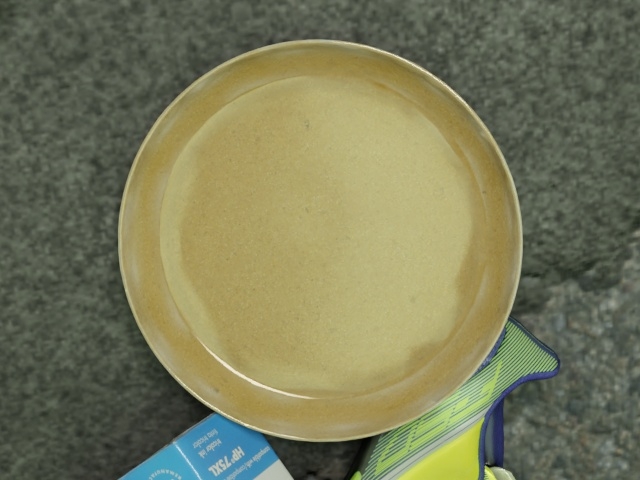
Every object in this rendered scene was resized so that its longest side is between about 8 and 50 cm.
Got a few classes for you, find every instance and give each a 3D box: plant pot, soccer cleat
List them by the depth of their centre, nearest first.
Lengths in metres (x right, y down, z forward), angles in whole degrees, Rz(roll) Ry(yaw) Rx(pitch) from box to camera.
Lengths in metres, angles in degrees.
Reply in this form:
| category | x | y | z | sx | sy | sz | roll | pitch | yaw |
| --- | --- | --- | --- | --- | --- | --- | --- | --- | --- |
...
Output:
| category | x | y | z | sx | sy | sz | roll | pitch | yaw |
| --- | --- | --- | --- | --- | --- | --- | --- | --- | --- |
| plant pot | 0.000 | 0.000 | 0.924 | 0.236 | 0.032 | 0.236 | 1 | 99 | 5 |
| soccer cleat | 0.060 | 0.174 | 1.006 | 0.121 | 0.093 | 0.289 | 23 | 107 | 0 |

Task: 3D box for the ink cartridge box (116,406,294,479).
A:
| category | x | y | z | sx | sy | sz | roll | pitch | yaw |
| --- | --- | --- | --- | --- | --- | --- | --- | --- | --- |
| ink cartridge box | -0.047 | 0.232 | 0.958 | 0.134 | 0.078 | 0.231 | -37 | 86 | 31 |
